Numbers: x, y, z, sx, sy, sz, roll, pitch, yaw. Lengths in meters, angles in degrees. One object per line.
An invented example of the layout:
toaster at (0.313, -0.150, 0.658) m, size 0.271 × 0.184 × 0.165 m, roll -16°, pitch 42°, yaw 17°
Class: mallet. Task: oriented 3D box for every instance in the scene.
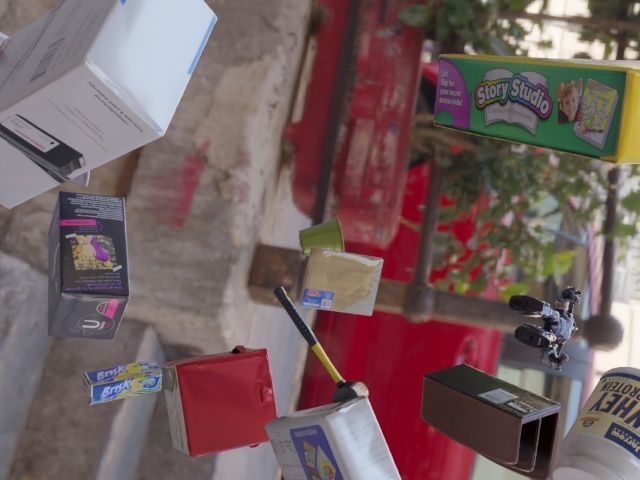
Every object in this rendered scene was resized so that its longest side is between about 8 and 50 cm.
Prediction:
mallet at (-0.005, 0.141, 1.214) m, size 0.039 × 0.189 × 0.062 m, roll -36°, pitch 179°, yaw 12°

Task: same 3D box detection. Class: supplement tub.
supplement tub at (0.734, 0.497, 2.323) m, size 0.325 × 0.235 × 0.235 m, roll -49°, pitch 159°, yaw -29°

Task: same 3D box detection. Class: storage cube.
storage cube at (-0.209, 0.332, 1.957) m, size 0.183 × 0.193 × 0.215 m, roll 163°, pitch -81°, yaw -70°

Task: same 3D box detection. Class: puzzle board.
puzzle board at (0.033, 0.066, 1.518) m, size 0.011 × 0.128 × 0.096 m, roll -152°, pitch -107°, yaw -67°

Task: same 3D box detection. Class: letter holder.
letter holder at (0.396, 0.453, 2.267) m, size 0.152 × 0.302 × 0.214 m, roll -7°, pitch 108°, yaw -40°

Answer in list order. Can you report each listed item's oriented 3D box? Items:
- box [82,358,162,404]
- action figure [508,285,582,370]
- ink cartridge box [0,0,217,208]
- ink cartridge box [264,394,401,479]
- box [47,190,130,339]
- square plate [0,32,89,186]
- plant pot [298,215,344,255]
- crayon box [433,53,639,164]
box at (-0.448, 0.319, 2.137) m, size 0.059 × 0.169 × 0.054 m, roll 42°, pitch -47°, yaw 50°
action figure at (0.495, 0.184, 2.023) m, size 0.285 × 0.099 × 0.185 m, roll 12°, pitch 82°, yaw -56°
ink cartridge box at (-0.388, -0.249, 1.495) m, size 0.166 × 0.395 × 0.285 m, roll 45°, pitch 44°, yaw -32°
ink cartridge box at (0.043, 0.333, 1.051) m, size 0.307 × 0.072 × 0.303 m, roll 66°, pitch -19°, yaw 6°
box at (-0.489, 0.052, 1.985) m, size 0.165 × 0.143 × 0.270 m, roll 121°, pitch -33°, yaw -46°
square plate at (-0.614, -0.293, 1.959) m, size 0.049 × 0.344 × 0.347 m, roll -65°, pitch -178°, yaw -37°
plant pot at (0.000, 0.000, 1.857) m, size 0.083 × 0.079 × 0.083 m, roll 170°, pitch -90°, yaw -83°
crayon box at (0.363, -0.163, 1.138) m, size 0.363 × 0.313 × 0.106 m, roll -152°, pitch -118°, yaw -64°
